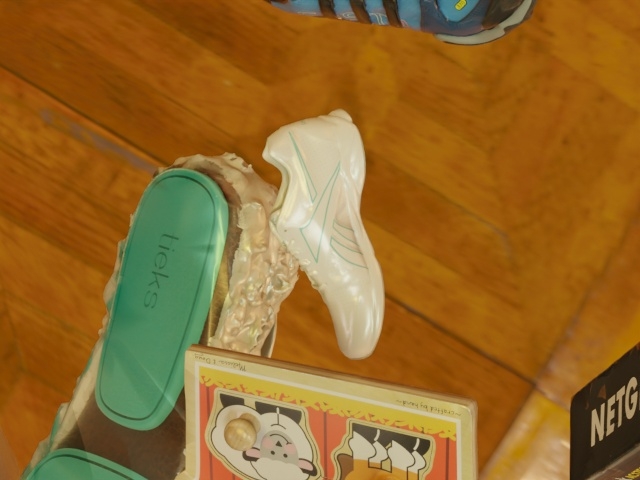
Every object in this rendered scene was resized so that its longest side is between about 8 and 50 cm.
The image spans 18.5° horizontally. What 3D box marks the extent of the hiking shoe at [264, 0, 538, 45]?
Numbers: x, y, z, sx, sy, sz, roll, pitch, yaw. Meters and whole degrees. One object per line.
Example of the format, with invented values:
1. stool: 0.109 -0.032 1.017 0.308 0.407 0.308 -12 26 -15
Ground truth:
1. hiking shoe: 0.038 -0.189 1.357 0.132 0.304 0.113 -3 94 -32

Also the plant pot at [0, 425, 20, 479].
1. plant pot: -0.362 0.093 1.363 0.256 0.256 0.274 -18 127 -14

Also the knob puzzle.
1. knob puzzle: 0.001 0.162 1.103 0.213 0.030 0.213 11 120 20

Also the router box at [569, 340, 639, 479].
1. router box: 0.181 0.064 0.739 0.133 0.179 0.046 6 71 -7

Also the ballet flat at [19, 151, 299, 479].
1. ballet flat: -0.107 0.141 1.340 0.147 0.147 0.409 22 94 -20

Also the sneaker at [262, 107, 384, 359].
1. sneaker: 0.000 0.000 1.189 0.061 0.053 0.152 -12 96 -19
